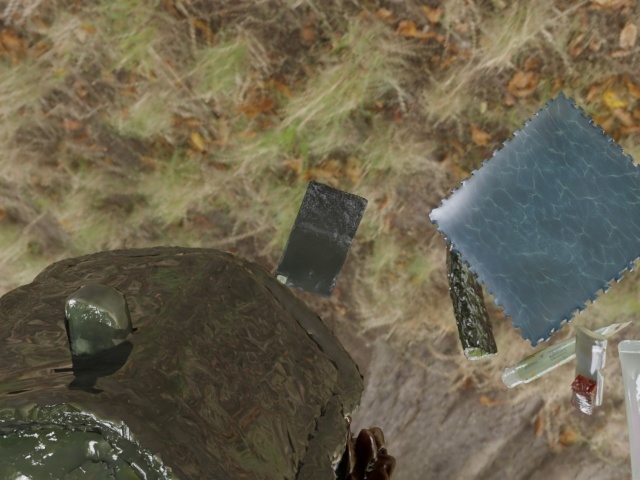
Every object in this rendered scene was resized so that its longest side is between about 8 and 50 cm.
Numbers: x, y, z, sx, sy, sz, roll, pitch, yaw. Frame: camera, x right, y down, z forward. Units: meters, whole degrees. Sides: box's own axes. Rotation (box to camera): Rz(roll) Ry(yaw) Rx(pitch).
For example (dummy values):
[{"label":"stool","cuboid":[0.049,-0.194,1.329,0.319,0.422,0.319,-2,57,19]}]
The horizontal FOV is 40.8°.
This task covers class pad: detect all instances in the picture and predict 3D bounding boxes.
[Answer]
[{"label":"pad","cuboid":[0.310,-0.033,1.171,0.012,0.269,0.270,24,-155,-54]},{"label":"pad","cuboid":[0.000,0.000,1.505,0.116,0.193,0.004,19,-172,-20]}]

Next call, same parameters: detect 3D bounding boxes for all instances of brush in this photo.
[{"label":"brush","cuboid":[0.511,0.257,1.654,0.060,0.050,0.321,25,157,28]}]

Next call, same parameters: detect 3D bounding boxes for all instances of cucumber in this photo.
[{"label":"cucumber","cuboid":[0.317,0.108,1.869,0.081,0.072,0.304,133,131,-61]}]

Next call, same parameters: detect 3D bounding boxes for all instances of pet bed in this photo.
[{"label":"pet bed","cuboid":[-0.081,0.089,0.401,0.183,0.211,0.159,22,111,2]}]

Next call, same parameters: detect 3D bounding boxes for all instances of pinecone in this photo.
[{"label":"pinecone","cuboid":[-0.017,0.286,0.992,0.207,0.208,0.208,25,142,21]}]

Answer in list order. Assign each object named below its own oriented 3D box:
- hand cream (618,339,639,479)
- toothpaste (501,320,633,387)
[{"label":"hand cream","cuboid":[0.562,0.335,1.370,0.118,0.359,0.185,8,167,-36]},{"label":"toothpaste","cuboid":[0.506,0.236,1.804,0.056,0.058,0.314,40,132,-13]}]
